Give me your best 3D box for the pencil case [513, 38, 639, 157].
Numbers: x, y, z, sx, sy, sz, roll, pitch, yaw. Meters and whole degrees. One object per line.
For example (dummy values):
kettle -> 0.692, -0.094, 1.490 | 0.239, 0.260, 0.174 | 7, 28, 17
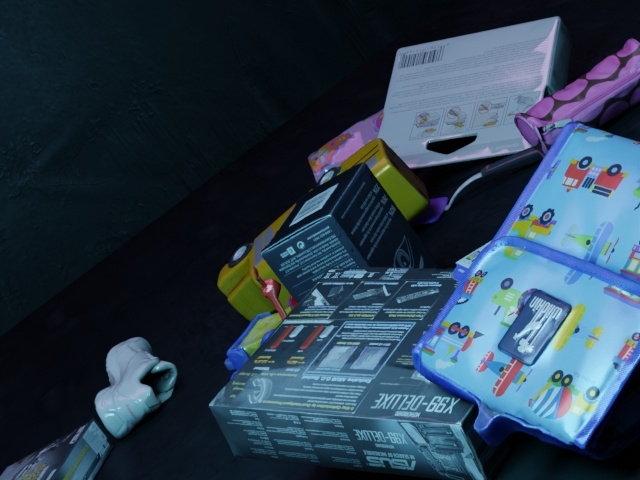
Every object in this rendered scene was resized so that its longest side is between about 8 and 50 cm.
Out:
pencil case -> 0.369, -0.190, 1.910 | 0.209, 0.095, 0.098 | -36, -13, -1

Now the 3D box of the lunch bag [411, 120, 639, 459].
lunch bag -> 0.229, 0.062, 1.214 | 0.293, 0.138, 0.221 | -48, 38, -15

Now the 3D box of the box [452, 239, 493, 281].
box -> 0.198, 0.016, 1.385 | 0.136, 0.028, 0.081 | -32, 26, -16

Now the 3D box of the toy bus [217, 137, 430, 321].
toy bus -> 0.000, 0.000, 2.066 | 0.333, 0.108, 0.130 | -41, 21, 14

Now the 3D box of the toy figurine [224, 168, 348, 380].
toy figurine -> -0.046, 0.084, 1.812 | 0.217, 0.191, 0.362 | -34, 11, 30

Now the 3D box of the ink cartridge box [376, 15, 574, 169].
ink cartridge box -> 0.234, -0.209, 2.213 | 0.296, 0.066, 0.261 | -7, 55, 35

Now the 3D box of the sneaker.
sneaker -> -0.264, 0.211, 2.145 | 0.115, 0.090, 0.232 | -26, 24, 11

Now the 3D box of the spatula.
spatula -> 0.219, -0.080, 2.030 | 0.296, 0.030, 0.084 | -27, 16, 30

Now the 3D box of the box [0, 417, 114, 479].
box -> -0.408, 0.364, 1.999 | 0.183, 0.056, 0.231 | -30, 14, 23

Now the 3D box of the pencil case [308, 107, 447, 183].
pencil case -> 0.118, -0.165, 2.402 | 0.284, 0.124, 0.124 | -33, 14, 11

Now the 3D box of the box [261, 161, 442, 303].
box -> 0.050, 0.039, 1.653 | 0.108, 0.207, 0.153 | -29, 14, 29

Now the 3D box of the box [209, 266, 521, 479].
box -> 0.079, 0.122, 1.400 | 0.307, 0.076, 0.242 | -2, 34, 38
